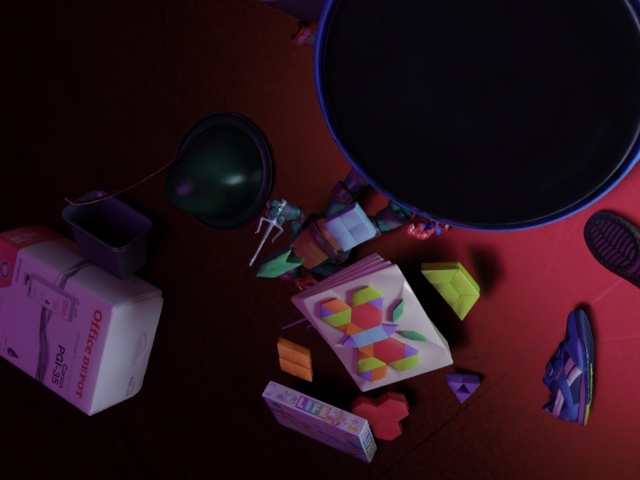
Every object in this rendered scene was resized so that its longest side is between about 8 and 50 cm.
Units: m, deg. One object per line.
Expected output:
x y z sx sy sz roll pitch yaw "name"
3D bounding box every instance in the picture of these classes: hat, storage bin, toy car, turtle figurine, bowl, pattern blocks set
-0.196 -0.081 1.045 0.173 0.183 0.208 47 116 13 "hat"
-0.335 -0.007 1.192 0.135 0.098 0.091 29 138 20 "storage bin"
0.010 -0.305 0.974 0.040 0.060 0.122 33 124 -15 "toy car"
0.000 0.000 0.991 0.234 0.118 0.175 -41 99 17 "turtle figurine"
0.173 -0.177 0.801 0.391 0.077 0.391 13 130 17 "bowl"
0.067 0.113 0.938 0.285 0.026 0.325 -38 109 28 "pattern blocks set"

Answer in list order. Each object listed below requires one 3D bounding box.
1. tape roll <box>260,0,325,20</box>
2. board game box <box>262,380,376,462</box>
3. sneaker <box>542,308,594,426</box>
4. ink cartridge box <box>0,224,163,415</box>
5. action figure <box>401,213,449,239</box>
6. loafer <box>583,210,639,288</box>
-0.009 -0.388 0.909 0.219 0.072 0.219 -15 69 45 "tape roll"
0.000 0.257 1.050 0.154 0.026 0.103 18 150 24 "board game box"
0.298 0.153 0.896 0.059 0.053 0.144 4 99 30 "sneaker"
-0.423 0.125 1.237 0.283 0.117 0.207 25 109 23 "ink cartridge box"
0.128 -0.018 0.921 0.038 0.115 0.030 17 106 24 "action figure"
0.363 0.025 0.844 0.056 0.050 0.148 -51 59 21 "loafer"
